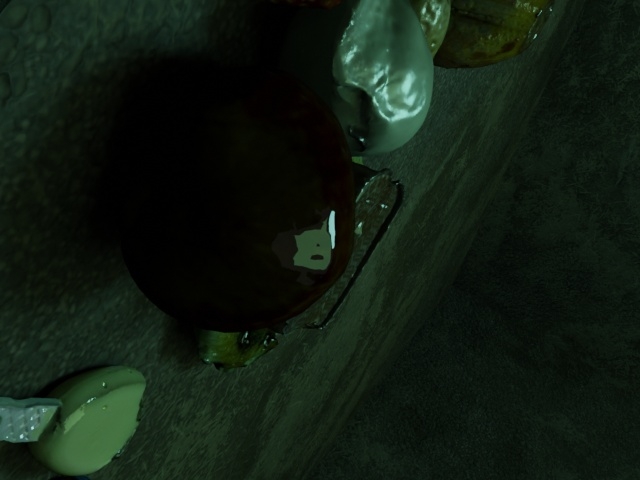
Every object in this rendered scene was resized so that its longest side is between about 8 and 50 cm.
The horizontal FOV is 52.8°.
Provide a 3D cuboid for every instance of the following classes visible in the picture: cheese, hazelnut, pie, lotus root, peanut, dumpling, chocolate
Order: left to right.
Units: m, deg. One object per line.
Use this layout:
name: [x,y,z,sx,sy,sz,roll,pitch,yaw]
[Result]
cheese: [-0.252,0.173,0.626,0.127,0.050,0.255,-57,162,-8]
hazelnut: [-0.056,-0.028,0.567,0.234,0.218,0.218,-64,162,19]
pie: [-0.057,0.016,0.865,0.371,0.078,0.296,-63,160,8]
chocolate: [0.000,0.000,0.731,0.214,0.093,0.148,-61,161,6]
dumpling: [0.032,-0.201,0.693,0.175,0.243,0.227,8,85,-30]
peanut: [0.113,-0.259,0.857,0.108,0.095,0.226,-41,156,-36]
lotus root: [0.234,-0.336,0.938,0.199,0.180,0.188,-56,166,-13]

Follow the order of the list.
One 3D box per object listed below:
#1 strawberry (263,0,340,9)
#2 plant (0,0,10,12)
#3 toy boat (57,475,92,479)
strawberry: [0.006,-0.261,0.340,0.238,0.250,0.288,-39,170,-49]
plant: [-0.139,-0.191,0.210,0.164,0.141,0.256,-28,148,-57]
toy boat: [-0.302,0.330,0.725,0.137,0.060,0.061,-58,141,-15]
